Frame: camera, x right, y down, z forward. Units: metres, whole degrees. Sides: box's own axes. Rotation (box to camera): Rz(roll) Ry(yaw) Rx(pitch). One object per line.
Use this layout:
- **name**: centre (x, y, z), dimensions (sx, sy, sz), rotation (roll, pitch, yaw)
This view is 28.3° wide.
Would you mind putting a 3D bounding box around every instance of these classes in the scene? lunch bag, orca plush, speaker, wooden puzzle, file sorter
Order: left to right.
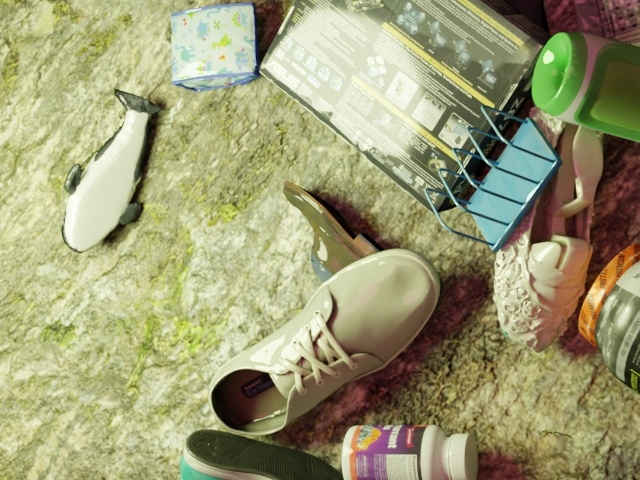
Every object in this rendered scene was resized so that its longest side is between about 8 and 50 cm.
- **orca plush**: centre (-0.385, -0.122, 2.203), dimensions (0.102, 0.151, 0.287), rotation (18, 97, 53)
- **lunch bag**: centre (-0.170, -0.325, 2.133), dimensions (0.151, 0.096, 0.129), rotation (-7, 84, 31)
- **file sorter**: centre (0.245, -0.094, 1.848), dimensions (0.170, 0.104, 0.118), rotation (-58, 31, 26)
- **wooden puzzle**: centre (0.271, -0.086, 1.991), dimensions (0.083, 0.006, 0.049), rotation (1, 87, 21)
- **speaker**: centre (0.454, -0.202, 1.788), dimensions (0.296, 0.131, 0.131), rotation (13, 92, -17)

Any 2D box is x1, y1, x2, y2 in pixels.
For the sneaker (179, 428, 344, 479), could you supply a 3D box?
- **sneaker**: centre (-0.097, 0.428, 2.042), dimensions (0.295, 0.124, 0.178), rotation (20, 122, -2)

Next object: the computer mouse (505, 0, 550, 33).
- **computer mouse**: centre (0.280, -0.365, 1.972), dimensions (0.188, 0.072, 0.272), rotation (-12, 82, 19)

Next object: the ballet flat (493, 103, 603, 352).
- **ballet flat**: centre (0.347, -0.035, 1.871), dimensions (0.147, 0.147, 0.409), rotation (7, 88, 22)

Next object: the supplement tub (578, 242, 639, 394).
- **supplement tub**: centre (0.537, 0.156, 1.744), dimensions (0.338, 0.207, 0.207), rotation (36, 100, 33)

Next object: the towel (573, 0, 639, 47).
- **towel**: centre (0.522, -0.400, 1.866), dimensions (0.324, 0.056, 0.312), rotation (-17, 78, 26)

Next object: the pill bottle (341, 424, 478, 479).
- **pill bottle**: centre (0.139, 0.338, 1.960), dimensions (0.193, 0.108, 0.108), rotation (-3, 85, 21)

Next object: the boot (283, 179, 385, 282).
- **boot**: centre (0.000, 0.000, 2.052), dimensions (0.219, 0.082, 0.106), rotation (40, 98, 17)

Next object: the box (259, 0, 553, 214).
- **box**: centre (0.127, -0.284, 1.972), dimensions (0.395, 0.097, 0.318), rotation (40, 119, 20)

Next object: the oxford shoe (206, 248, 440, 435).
- **oxford shoe**: centre (0.000, 0.174, 1.995), dimensions (0.449, 0.130, 0.169), rotation (-35, 95, 18)
